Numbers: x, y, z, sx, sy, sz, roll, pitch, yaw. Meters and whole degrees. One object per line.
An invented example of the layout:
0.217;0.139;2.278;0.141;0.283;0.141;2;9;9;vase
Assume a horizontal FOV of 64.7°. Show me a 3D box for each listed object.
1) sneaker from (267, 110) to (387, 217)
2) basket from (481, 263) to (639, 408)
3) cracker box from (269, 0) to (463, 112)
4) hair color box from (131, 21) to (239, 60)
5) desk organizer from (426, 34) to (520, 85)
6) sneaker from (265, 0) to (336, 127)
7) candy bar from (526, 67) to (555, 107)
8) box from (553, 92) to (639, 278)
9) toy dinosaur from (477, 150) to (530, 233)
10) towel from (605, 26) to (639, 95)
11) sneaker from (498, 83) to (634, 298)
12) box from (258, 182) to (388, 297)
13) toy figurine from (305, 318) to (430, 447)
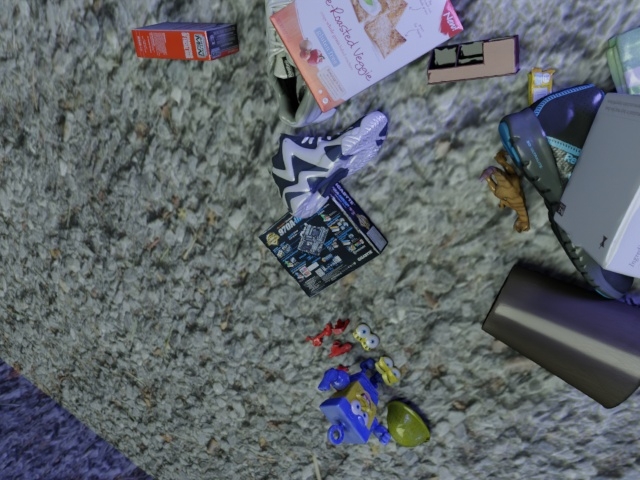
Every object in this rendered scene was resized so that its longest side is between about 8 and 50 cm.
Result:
-0.004;-0.169;0.902;0.235;0.094;0.153;-48;66;21;sneaker
0.399;0.146;0.835;0.227;0.154;0.204;27;149;19;basket
0.065;-0.312;0.736;0.232;0.067;0.155;-30;102;8;cracker box
-0.246;-0.365;0.921;0.167;0.093;0.053;11;123;24;hair color box
0.225;-0.267;0.750;0.130;0.047;0.050;2;116;28;desk organizer
-0.041;-0.326;0.818;0.110;0.118;0.292;3;118;29;sneaker
0.330;-0.178;0.762;0.040;0.018;0.161;2;118;24;candy bar
0.381;-0.063;0.578;0.119;0.181;0.181;15;110;3;box
0.285;-0.088;0.774;0.064;0.112;0.211;-34;135;20;toy dinosaur
0.523;-0.138;0.621;0.248;0.038;0.324;-13;94;33;towel
0.396;-0.059;0.730;0.140;0.125;0.340;-30;110;18;sneaker
0.000;0.000;1.028;0.175;0.051;0.220;50;129;-5;box
0.070;0.383;1.110;0.191;0.217;0.362;-24;104;37;toy figurine
